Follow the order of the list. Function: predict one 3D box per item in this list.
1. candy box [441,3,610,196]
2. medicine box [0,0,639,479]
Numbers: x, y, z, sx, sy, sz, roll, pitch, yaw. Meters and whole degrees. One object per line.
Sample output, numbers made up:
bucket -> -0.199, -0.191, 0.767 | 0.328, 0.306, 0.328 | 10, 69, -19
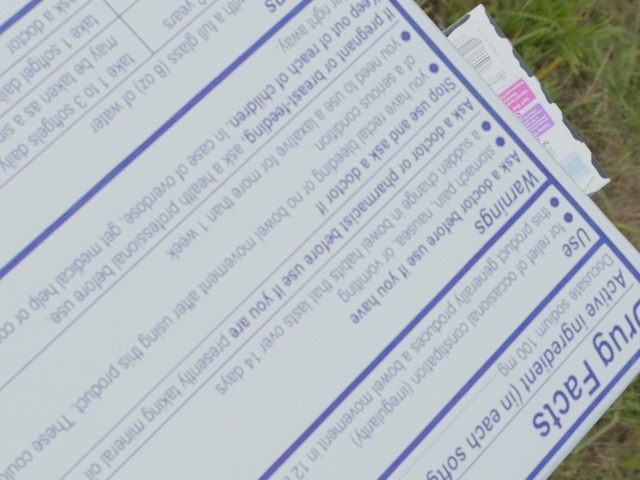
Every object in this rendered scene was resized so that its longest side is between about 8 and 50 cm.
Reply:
candy box -> 0.168, -0.110, 0.921 | 0.070, 0.165, 0.196 | -37, 91, -2
medicine box -> -0.055, 0.022, 0.397 | 0.263, 0.149, 0.289 | -44, 96, -13
